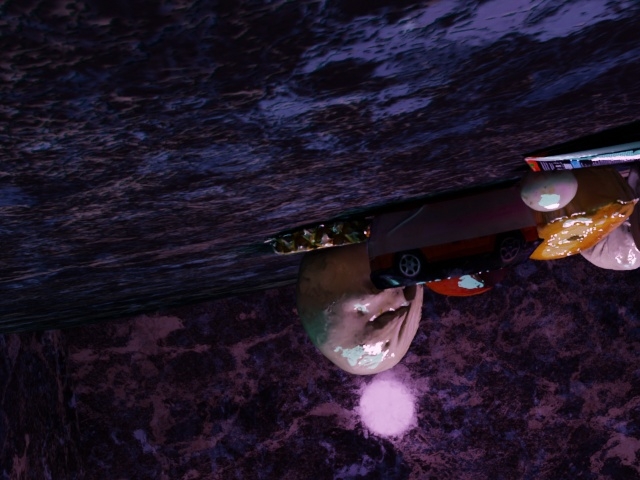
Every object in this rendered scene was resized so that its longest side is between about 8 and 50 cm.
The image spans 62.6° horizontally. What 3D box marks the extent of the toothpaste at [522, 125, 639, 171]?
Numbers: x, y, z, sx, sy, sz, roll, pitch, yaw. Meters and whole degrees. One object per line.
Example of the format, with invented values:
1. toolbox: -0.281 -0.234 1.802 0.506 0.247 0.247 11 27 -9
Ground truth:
1. toothpaste: 0.374 -0.120 0.699 0.194 0.045 0.071 -8 168 33

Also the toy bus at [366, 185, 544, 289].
1. toy bus: 0.232 -0.003 0.961 0.303 0.147 0.127 -9 173 2

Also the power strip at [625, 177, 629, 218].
1. power strip: 0.757 -0.088 1.147 0.140 0.138 0.224 -13 173 7

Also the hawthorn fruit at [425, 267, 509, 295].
1. hawthorn fruit: 0.321 0.042 1.268 0.250 0.215 0.215 -18 171 35

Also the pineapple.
1. pineapple: 0.000 0.000 1.042 0.222 0.047 0.221 -10 174 -1

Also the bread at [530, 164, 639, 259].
1. bread: 0.460 -0.046 0.987 0.153 0.119 0.288 -12 164 4

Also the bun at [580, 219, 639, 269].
1. bun: 0.804 -0.033 1.449 0.231 0.230 0.133 -16 155 38

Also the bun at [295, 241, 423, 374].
1. bun: 0.103 0.137 1.202 0.235 0.325 0.362 -19 175 31

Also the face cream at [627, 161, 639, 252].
1. face cream: 0.635 -0.064 0.918 0.153 0.177 0.177 -5 176 22

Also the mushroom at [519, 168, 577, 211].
1. mushroom: 0.354 -0.085 0.820 0.084 0.083 0.067 -15 -147 26
